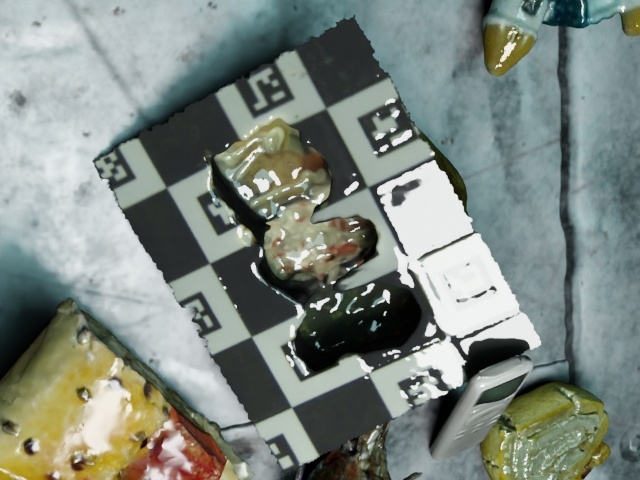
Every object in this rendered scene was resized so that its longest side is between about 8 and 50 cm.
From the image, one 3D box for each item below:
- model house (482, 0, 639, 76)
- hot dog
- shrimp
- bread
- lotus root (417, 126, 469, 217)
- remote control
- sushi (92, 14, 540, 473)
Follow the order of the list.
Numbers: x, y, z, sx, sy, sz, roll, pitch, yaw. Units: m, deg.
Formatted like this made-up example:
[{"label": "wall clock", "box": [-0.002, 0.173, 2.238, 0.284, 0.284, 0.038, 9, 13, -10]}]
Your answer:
[{"label": "model house", "box": [0.244, -0.292, 1.316, 0.253, 0.184, 0.291, 15, 101, -30]}, {"label": "hot dog", "box": [-0.240, 0.286, 1.192, 0.365, 0.196, 0.367, -45, 139, -6]}, {"label": "shrimp", "box": [0.005, 0.353, 1.382, 0.410, 0.166, 0.221, -56, 150, 12]}, {"label": "bread", "box": [0.257, 0.226, 1.502, 0.156, 0.064, 0.117, -30, 114, -13]}, {"label": "lotus root", "box": [0.088, -0.062, 1.350, 0.089, 0.080, 0.179, -46, 113, -6]}, {"label": "remote control", "box": [0.163, 0.179, 1.368, 0.067, 0.261, 0.029, -21, 69, -15]}, {"label": "sushi", "box": [0.000, 0.000, 1.316, 0.296, 0.100, 0.373, -28, 104, 13]}]
